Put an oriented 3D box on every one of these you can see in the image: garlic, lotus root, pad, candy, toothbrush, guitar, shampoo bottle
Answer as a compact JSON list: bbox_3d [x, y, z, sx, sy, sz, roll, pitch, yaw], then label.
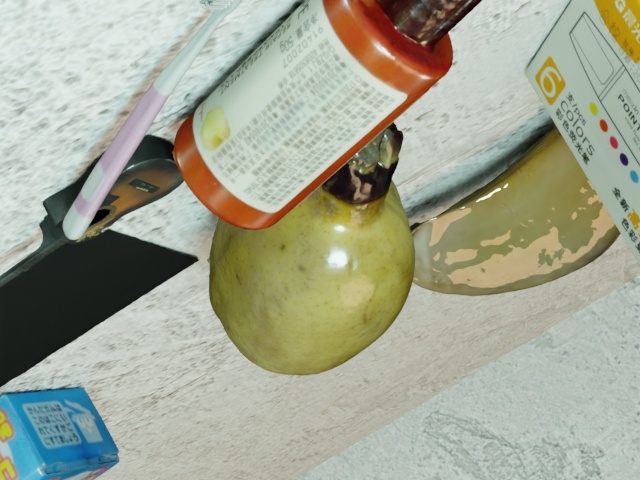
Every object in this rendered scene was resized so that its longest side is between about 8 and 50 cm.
[{"bbox_3d":[0.191,-0.035,1.684,0.338,0.151,0.196,-25,139,10],"label":"garlic"},{"bbox_3d":[0.000,0.000,1.275,0.182,0.183,0.310,-23,161,-27],"label":"lotus root"},{"bbox_3d":[-0.302,0.099,1.361,0.367,0.007,0.247,-32,165,10],"label":"pad"},{"bbox_3d":[-0.380,0.275,1.607,0.306,0.100,0.157,-36,165,18],"label":"candy"},{"bbox_3d":[-0.118,-0.090,1.028,0.025,0.020,0.286,-5,146,-40],"label":"toothbrush"},{"bbox_3d":[-0.206,-0.006,1.163,0.233,0.025,0.088,-33,164,12],"label":"guitar"},{"bbox_3d":[0.018,-0.122,1.054,0.278,0.104,0.104,-40,162,33],"label":"shampoo bottle"}]

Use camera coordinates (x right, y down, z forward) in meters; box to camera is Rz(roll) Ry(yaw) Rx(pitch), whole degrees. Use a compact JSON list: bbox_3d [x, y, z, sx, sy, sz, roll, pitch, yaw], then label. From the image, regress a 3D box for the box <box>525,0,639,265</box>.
[{"bbox_3d":[0.311,-0.110,1.342,0.091,0.274,0.221,-21,160,-22],"label":"box"}]
